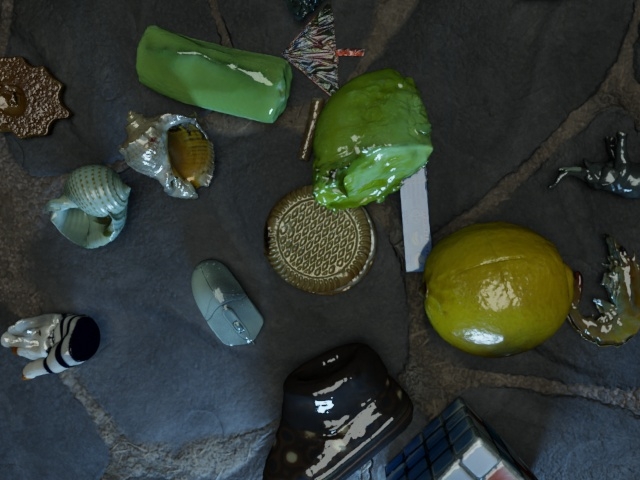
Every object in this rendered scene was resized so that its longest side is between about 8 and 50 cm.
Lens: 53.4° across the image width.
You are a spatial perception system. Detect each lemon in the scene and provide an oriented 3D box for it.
[{"bbox_3d":[0.359,0.100,1.309,0.297,0.297,0.297,0,92,2],"label":"lemon"}]

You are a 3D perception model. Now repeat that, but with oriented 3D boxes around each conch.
[{"bbox_3d":[-0.502,-0.086,1.413,0.200,0.131,0.172,-3,121,29],"label":"conch"},{"bbox_3d":[-0.327,-0.194,1.392,0.178,0.163,0.245,-21,122,18],"label":"conch"}]

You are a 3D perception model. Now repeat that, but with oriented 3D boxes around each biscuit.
[{"bbox_3d":[0.000,0.000,1.418,0.259,0.079,0.259,0,93,3],"label":"biscuit"},{"bbox_3d":[-0.670,-0.319,1.455,0.215,0.034,0.182,19,94,-1],"label":"biscuit"}]

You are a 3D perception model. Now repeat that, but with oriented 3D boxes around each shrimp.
[{"bbox_3d":[0.625,0.116,1.415,0.173,0.058,0.253,-14,93,11],"label":"shrimp"}]

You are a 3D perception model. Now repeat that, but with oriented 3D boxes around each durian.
[{"bbox_3d":[0.103,-0.214,1.335,0.255,0.204,0.340,-9,55,9],"label":"durian"}]

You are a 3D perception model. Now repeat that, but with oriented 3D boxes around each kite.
[{"bbox_3d":[0.006,-0.417,1.436,0.189,0.009,0.232,-3,93,1],"label":"kite"}]

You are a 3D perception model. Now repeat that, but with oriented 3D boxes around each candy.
[{"bbox_3d":[-0.233,-0.364,1.397,0.343,0.132,0.142,17,135,3],"label":"candy"}]

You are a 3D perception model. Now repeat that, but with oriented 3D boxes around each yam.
[{"bbox_3d":[-0.021,-0.251,1.434,0.032,0.032,0.145,15,94,2],"label":"yam"}]

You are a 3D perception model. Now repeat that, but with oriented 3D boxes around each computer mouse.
[{"bbox_3d":[-0.215,0.147,1.439,0.113,0.068,0.229,-34,91,5],"label":"computer mouse"}]

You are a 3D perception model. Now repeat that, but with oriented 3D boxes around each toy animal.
[{"bbox_3d":[0.638,-0.163,1.384,0.269,0.082,0.137,7,92,1],"label":"toy animal"}]

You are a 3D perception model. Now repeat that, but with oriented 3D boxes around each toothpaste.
[{"bbox_3d":[0.211,-0.067,1.422,0.066,0.053,0.272,-5,93,7],"label":"toothpaste"}]

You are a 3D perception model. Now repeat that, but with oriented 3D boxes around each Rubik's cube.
[{"bbox_3d":[0.310,0.535,1.340,0.253,0.256,0.259,43,94,0],"label":"Rubik's cube"}]

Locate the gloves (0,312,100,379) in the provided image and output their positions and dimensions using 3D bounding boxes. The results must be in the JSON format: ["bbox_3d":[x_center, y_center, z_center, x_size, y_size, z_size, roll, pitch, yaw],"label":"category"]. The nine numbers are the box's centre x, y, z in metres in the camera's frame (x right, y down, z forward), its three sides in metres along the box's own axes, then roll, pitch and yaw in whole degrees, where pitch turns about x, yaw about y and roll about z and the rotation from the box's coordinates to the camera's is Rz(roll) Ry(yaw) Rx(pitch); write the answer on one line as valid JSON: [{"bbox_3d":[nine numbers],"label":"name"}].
[{"bbox_3d":[-0.610,0.232,1.444,0.218,0.131,0.140,-9,94,33],"label":"gloves"}]

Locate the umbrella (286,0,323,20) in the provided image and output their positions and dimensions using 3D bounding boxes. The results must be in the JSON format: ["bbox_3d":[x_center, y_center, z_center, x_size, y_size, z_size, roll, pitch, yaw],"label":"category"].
[{"bbox_3d":[-0.130,-0.629,1.392,0.349,0.094,0.143,37,89,2],"label":"umbrella"}]

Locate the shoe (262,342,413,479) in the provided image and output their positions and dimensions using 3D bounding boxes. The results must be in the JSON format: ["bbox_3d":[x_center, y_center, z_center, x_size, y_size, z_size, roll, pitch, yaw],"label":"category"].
[{"bbox_3d":[-0.004,0.393,1.387,0.384,0.171,0.237,-37,97,2],"label":"shoe"}]
